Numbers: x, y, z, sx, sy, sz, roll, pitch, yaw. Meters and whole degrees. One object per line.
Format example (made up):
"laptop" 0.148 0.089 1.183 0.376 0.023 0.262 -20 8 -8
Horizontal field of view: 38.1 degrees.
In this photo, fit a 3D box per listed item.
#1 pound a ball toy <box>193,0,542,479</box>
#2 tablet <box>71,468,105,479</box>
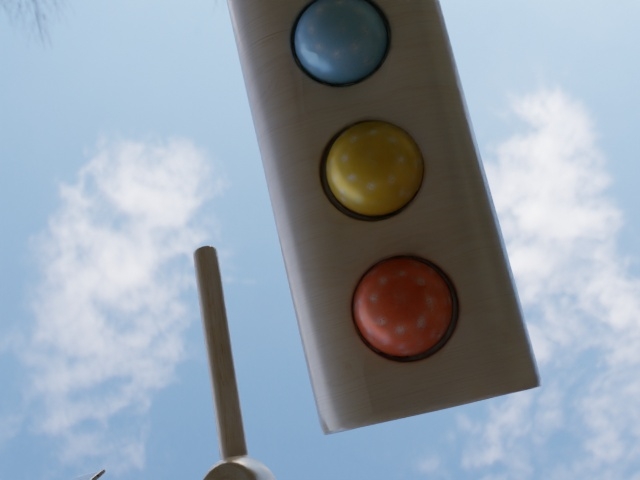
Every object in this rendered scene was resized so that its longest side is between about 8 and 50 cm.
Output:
"pound a ball toy" 0.000 0.000 0.551 0.208 0.136 0.319 -13 -102 3
"tablet" -0.235 0.236 0.872 0.054 0.083 0.006 -40 -83 -36
